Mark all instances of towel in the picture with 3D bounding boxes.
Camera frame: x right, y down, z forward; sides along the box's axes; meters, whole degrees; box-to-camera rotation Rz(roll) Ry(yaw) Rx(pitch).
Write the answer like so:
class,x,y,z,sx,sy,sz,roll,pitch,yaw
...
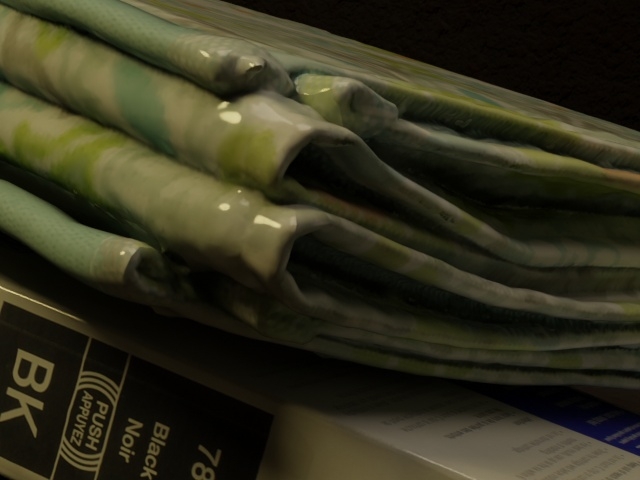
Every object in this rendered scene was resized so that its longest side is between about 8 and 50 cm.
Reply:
class,x,y,z,sx,sy,sz,roll,pitch,yaw
towel,-0.032,-0.041,0.594,0.320,0.090,0.374,9,12,-45

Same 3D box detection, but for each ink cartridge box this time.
class,x,y,z,sx,sy,sz,roll,pitch,yaw
ink cartridge box,0.010,0.064,0.493,0.333,0.065,0.165,19,8,25
